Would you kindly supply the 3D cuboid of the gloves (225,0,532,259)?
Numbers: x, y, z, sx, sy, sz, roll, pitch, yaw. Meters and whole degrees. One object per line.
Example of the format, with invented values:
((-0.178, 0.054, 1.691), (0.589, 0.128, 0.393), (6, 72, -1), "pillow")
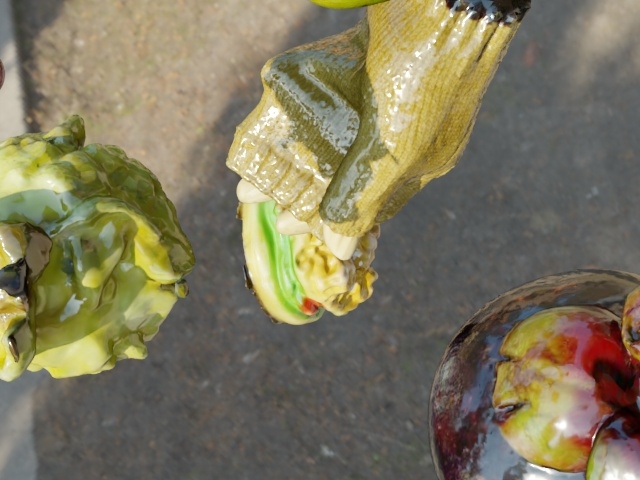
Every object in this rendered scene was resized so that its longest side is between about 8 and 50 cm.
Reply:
((0.056, -0.120, 1.082), (0.356, 0.155, 0.203), (-47, 49, 32), "gloves")

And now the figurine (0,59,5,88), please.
((-0.352, -0.190, 1.134), (0.114, 0.126, 0.157), (-30, 29, 28), "figurine")

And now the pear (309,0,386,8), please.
((0.010, -0.255, 0.893), (0.166, 0.180, 0.216), (-61, 20, -6), "pear")

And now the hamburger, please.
((0.000, 0.000, 1.649), (0.148, 0.237, 0.237), (-12, 49, 22), "hamburger")

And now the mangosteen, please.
((0.320, 0.186, 1.270), (0.435, 0.382, 0.382), (121, 161, -51), "mangosteen")

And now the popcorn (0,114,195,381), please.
((-0.184, 0.025, 0.797), (0.173, 0.168, 0.195), (1, 37, 29), "popcorn")
